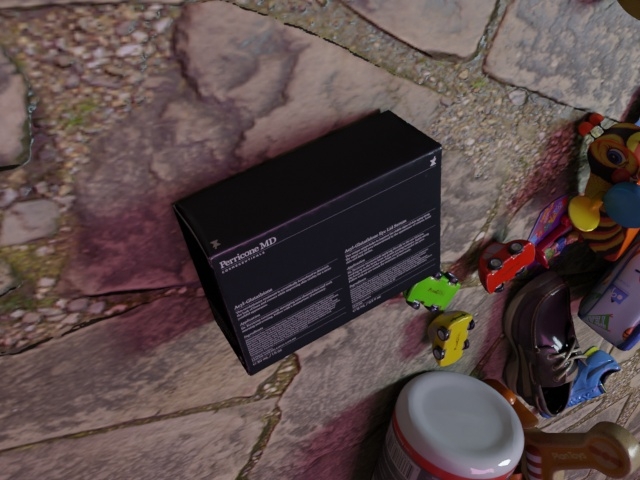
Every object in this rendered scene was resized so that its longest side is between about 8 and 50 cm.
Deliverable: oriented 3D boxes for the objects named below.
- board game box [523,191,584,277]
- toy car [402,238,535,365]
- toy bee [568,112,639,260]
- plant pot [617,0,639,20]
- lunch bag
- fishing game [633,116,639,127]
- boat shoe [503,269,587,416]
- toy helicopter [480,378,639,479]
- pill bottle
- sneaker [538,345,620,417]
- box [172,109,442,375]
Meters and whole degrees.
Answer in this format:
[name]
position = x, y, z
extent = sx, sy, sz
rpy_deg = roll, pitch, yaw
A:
[board game box]
position = 0.399, 0.001, 1.010
extent = 0.133, 0.033, 0.169
rpy_deg = -6, 125, -34
[toy car]
position = 0.191, 0.073, 0.894
extent = 0.225, 0.053, 0.239
rpy_deg = 19, 109, -44
[toy bee]
position = 0.445, -0.108, 0.887
extent = 0.195, 0.162, 0.298
rpy_deg = -24, 149, -40
[plant pot]
position = 0.400, -0.317, 0.726
extent = 0.081, 0.083, 0.081
rpy_deg = -39, 136, -5
[lunch bag]
position = 0.566, 0.060, 1.056
extent = 0.243, 0.115, 0.303
rpy_deg = -58, 161, 17
[fishing game]
position = 0.561, -0.196, 0.977
extent = 0.264, 0.041, 0.189
rpy_deg = -46, 138, 14
[boat shoe]
position = 0.426, 0.197, 1.111
extent = 0.132, 0.130, 0.355
rpy_deg = -32, 136, -14
[toy helicopter]
position = 0.382, 0.348, 1.050
extent = 0.140, 0.235, 0.355
rpy_deg = -17, 170, -32
[pill bottle]
position = 0.194, 0.423, 1.054
extent = 0.210, 0.210, 0.363
rpy_deg = -10, 128, -31
[sneaker]
position = 0.590, 0.340, 1.385
extent = 0.209, 0.082, 0.069
rpy_deg = -48, 139, 6
[box]
position = 0.000, 0.000, 0.657
extent = 0.261, 0.103, 0.184
rpy_deg = -26, 137, -18
